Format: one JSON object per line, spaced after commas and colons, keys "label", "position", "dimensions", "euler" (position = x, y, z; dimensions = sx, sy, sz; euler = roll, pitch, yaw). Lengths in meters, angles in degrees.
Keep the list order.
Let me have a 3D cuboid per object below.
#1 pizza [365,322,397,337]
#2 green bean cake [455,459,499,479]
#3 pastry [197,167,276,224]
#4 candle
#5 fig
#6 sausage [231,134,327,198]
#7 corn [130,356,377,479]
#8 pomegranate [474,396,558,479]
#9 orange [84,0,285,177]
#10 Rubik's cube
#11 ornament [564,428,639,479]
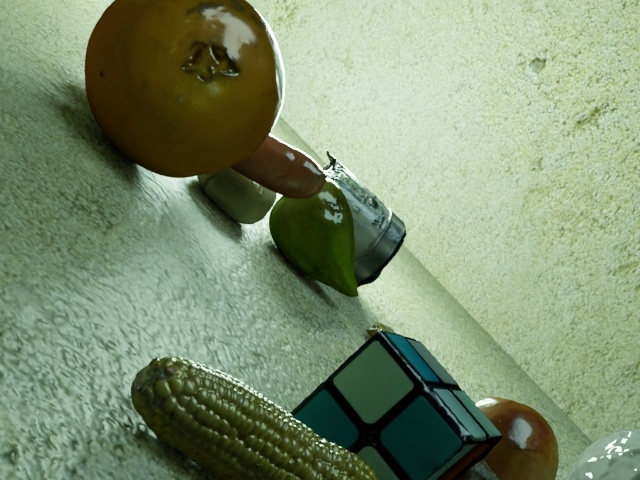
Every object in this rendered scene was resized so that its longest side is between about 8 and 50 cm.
{"label": "pizza", "position": [0.147, 0.214, 2.014], "dimensions": [0.160, 0.036, 0.099], "euler": [45, 10, -9]}
{"label": "green bean cake", "position": [0.145, 0.287, 1.518], "dimensions": [0.198, 0.097, 0.232], "euler": [38, 12, -34]}
{"label": "pastry", "position": [-0.151, -0.101, 1.890], "dimensions": [0.156, 0.092, 0.156], "euler": [35, 16, -12]}
{"label": "candle", "position": [0.019, -0.063, 2.190], "dimensions": [0.330, 0.187, 0.187], "euler": [43, 10, -13]}
{"label": "fig", "position": [-0.016, -0.007, 1.966], "dimensions": [0.167, 0.167, 0.233], "euler": [19, 65, -70]}
{"label": "sausage", "position": [-0.180, -0.189, 1.808], "dimensions": [0.419, 0.094, 0.094], "euler": [30, 34, 5]}
{"label": "corn", "position": [-0.060, 0.202, 1.008], "dimensions": [0.292, 0.101, 0.101], "euler": [37, 13, -29]}
{"label": "pomegranate", "position": [0.277, 0.341, 1.637], "dimensions": [0.191, 0.191, 0.191], "euler": [44, 10, -10]}
{"label": "orange", "position": [-0.208, -0.248, 1.616], "dimensions": [0.312, 0.312, 0.312], "euler": [44, 10, -10]}
{"label": "Rubik's cube", "position": [0.084, 0.229, 1.248], "dimensions": [0.167, 0.183, 0.180], "euler": [48, 11, 22]}
{"label": "ornament", "position": [0.573, 0.486, 1.837], "dimensions": [0.337, 0.337, 0.337], "euler": [44, 10, -10]}
